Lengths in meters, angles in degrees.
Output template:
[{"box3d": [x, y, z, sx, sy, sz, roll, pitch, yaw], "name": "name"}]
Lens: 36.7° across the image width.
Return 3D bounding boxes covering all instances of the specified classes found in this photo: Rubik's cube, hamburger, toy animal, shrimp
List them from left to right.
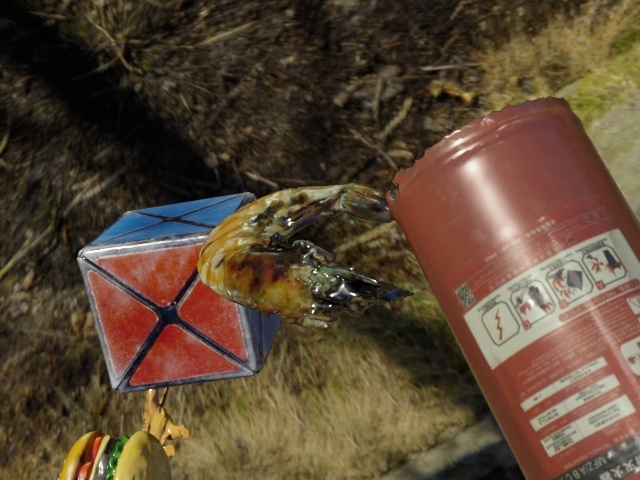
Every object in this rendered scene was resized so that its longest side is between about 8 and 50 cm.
[{"box3d": [-0.235, 0.293, 1.104, 0.115, 0.162, 0.162, 3, 101, 8], "name": "hamburger"}, {"box3d": [-0.299, 0.330, 1.754, 0.114, 0.116, 0.255, 28, 55, -11], "name": "toy animal"}, {"box3d": [-0.217, 0.083, 1.601, 0.259, 0.260, 0.254, -7, 106, 11], "name": "Rubik's cube"}, {"box3d": [0.000, 0.000, 1.063, 0.233, 0.365, 0.071, -37, 117, -25], "name": "shrimp"}]

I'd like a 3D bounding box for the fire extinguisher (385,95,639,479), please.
[{"box3d": [0.132, 0.100, 0.416, 0.106, 0.147, 0.337, -38, 67, 33], "name": "fire extinguisher"}]
